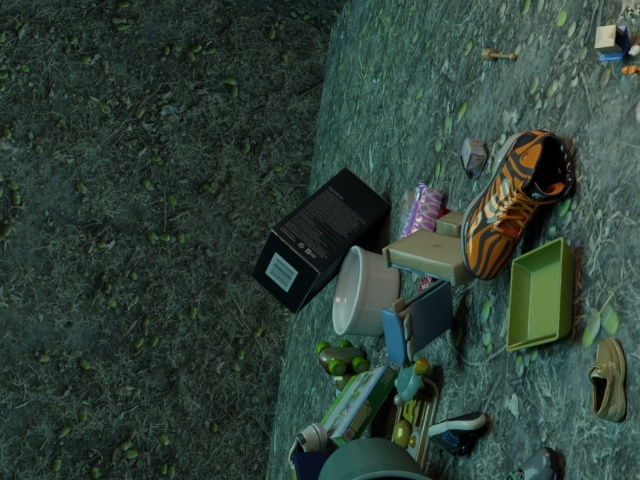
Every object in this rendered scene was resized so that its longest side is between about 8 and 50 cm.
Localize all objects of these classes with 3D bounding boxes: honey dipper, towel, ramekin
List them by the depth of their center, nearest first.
[{"bbox_3d":[0.436,-0.451,1.937,0.161,0.030,0.030,-126,49,-72],"label":"honey dipper"},{"bbox_3d":[0.281,0.059,2.029,0.199,0.031,0.275,-57,-17,-74],"label":"towel"},{"bbox_3d":[0.140,0.164,2.434,0.277,0.135,0.277,-168,90,-78],"label":"ramekin"}]

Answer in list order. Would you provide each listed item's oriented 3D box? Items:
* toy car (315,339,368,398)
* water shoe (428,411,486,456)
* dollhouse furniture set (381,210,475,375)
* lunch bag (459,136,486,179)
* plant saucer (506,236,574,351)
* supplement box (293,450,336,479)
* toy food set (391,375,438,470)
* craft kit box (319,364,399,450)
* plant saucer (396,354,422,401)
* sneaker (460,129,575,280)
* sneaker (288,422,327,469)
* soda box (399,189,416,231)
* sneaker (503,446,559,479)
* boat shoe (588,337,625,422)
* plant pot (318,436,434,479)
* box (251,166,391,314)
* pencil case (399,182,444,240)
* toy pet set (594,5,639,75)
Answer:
[{"bbox_3d":[0.064,0.438,2.545,0.155,0.149,0.188,-137,48,-64],"label":"toy car"},{"bbox_3d":[0.301,0.414,1.684,0.203,0.073,0.080,132,121,-66],"label":"water shoe"},{"bbox_3d":[0.305,0.132,1.799,0.198,0.286,0.303,16,123,45],"label":"dollhouse furniture set"},{"bbox_3d":[0.369,-0.198,1.946,0.071,0.053,0.083,-89,8,-47],"label":"lunch bag"},{"bbox_3d":[0.413,0.108,1.472,0.188,0.045,0.188,135,145,-69],"label":"plant saucer"},{"bbox_3d":[0.028,0.758,2.089,0.194,0.195,0.357,-113,25,-69],"label":"supplement box"},{"bbox_3d":[0.197,0.463,1.995,0.220,0.092,0.306,-164,85,-78],"label":"toy food set"},{"bbox_3d":[0.091,0.477,2.240,0.250,0.061,0.246,-52,9,-26],"label":"craft kit box"},{"bbox_3d":[0.213,0.331,1.924,0.119,0.021,0.119,-160,90,-77],"label":"plant saucer"},{"bbox_3d":[0.382,-0.068,1.551,0.180,0.124,0.321,-150,79,-77],"label":"sneaker"},{"bbox_3d":[-0.047,0.608,2.209,0.094,0.091,0.258,49,142,46],"label":"sneaker"},{"bbox_3d":[0.265,-0.058,2.247,0.058,0.063,0.183,113,163,-44],"label":"soda box"},{"bbox_3d":[0.333,0.446,1.386,0.083,0.098,0.224,-98,23,-57],"label":"sneaker"},{"bbox_3d":[0.443,0.213,1.237,0.050,0.045,0.135,122,157,-57],"label":"boat shoe"},{"bbox_3d":[0.127,0.601,1.716,0.334,0.341,0.341,-125,48,-85],"label":"plant pot"},{"bbox_3d":[0.000,0.000,2.617,0.395,0.212,0.293,-43,-11,-34],"label":"box"},{"bbox_3d":[0.266,-0.049,2.122,0.086,0.088,0.206,8,75,35],"label":"pencil case"},{"bbox_3d":[0.535,-0.335,1.367,0.114,0.065,0.122,4,84,42],"label":"toy pet set"}]
